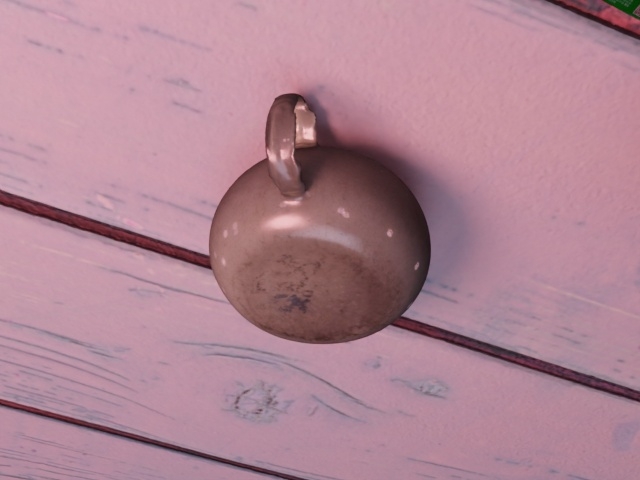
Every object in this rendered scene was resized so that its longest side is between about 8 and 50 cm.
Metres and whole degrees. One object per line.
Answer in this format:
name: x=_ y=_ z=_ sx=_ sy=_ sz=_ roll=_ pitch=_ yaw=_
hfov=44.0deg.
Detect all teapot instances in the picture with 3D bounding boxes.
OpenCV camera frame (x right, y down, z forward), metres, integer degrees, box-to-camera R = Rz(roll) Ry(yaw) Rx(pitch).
teapot: x=0.000 y=0.000 z=0.701 sx=0.193 sy=0.129 sz=0.294 roll=-5 pitch=133 yaw=12

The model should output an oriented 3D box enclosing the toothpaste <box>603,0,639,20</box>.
toothpaste: x=0.186 y=-0.197 z=0.537 sx=0.179 sy=0.037 sz=0.043 roll=22 pitch=138 yaw=-15
